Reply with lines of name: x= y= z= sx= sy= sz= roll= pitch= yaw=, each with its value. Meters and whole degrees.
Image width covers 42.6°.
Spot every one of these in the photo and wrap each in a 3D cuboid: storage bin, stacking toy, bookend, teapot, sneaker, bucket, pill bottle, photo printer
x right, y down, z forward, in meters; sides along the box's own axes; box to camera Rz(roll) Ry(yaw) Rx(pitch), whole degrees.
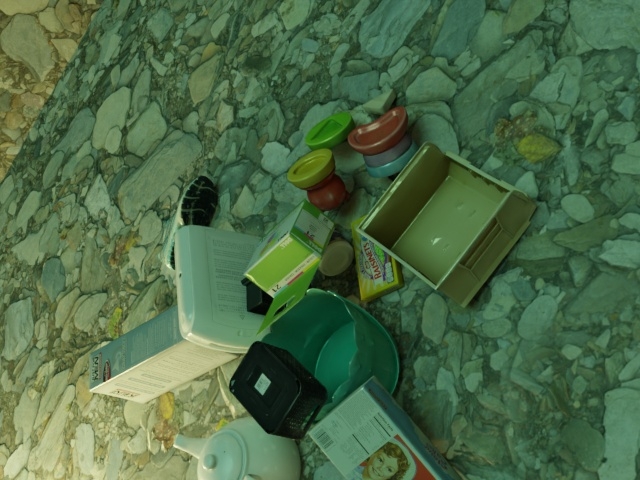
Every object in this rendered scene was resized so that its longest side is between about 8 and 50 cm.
storage bin: x=-0.086 y=0.296 z=1.629 sx=0.180 sy=0.084 sz=0.122 roll=37 pitch=98 yaw=44
storage bin: x=0.260 y=-0.042 z=1.689 sx=0.260 sy=0.123 sz=0.262 roll=-52 pitch=44 yaw=1
stacking toy: x=0.093 y=-0.209 z=1.967 sx=0.309 sy=0.130 sz=0.279 roll=-22 pitch=30 yaw=20
bookend: x=-0.099 y=0.164 z=1.906 sx=0.072 sy=0.157 sz=0.156 roll=-35 pitch=49 yaw=43
teapot: x=-0.178 y=0.501 z=1.805 sx=0.256 sy=0.187 sz=0.252 roll=-36 pitch=50 yaw=24
sneaker: x=-0.392 y=-0.055 z=2.326 sx=0.122 sy=0.110 sz=0.283 roll=11 pitch=78 yaw=48
bucket: x=0.023 y=0.258 z=1.738 sx=0.281 sy=0.183 sz=0.281 roll=-19 pitch=59 yaw=36
pill bottle: x=0.000 y=0.000 z=1.944 sx=0.094 sy=0.094 sz=0.169 roll=-52 pitch=45 yaw=11
photo printer: x=-0.222 y=0.125 z=1.981 sx=0.107 sy=0.256 sz=0.307 roll=-46 pitch=44 yaw=43

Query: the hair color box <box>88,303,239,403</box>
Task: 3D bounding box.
hair color box: x=-0.407 y=0.295 z=2.113 sx=0.374 sy=0.185 sz=0.114 roll=-29 pitch=53 yaw=30

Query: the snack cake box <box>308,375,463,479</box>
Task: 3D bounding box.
snack cake box: x=0.124 y=0.408 z=1.547 sx=0.152 sy=0.089 sz=0.264 roll=-43 pitch=82 yaw=17

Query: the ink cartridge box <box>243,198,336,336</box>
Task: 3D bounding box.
ink cartridge box: x=-0.084 y=0.057 z=1.782 sx=0.189 sy=0.097 sz=0.255 roll=-41 pitch=17 yaw=38

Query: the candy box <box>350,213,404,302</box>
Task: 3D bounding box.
candy box: x=0.126 y=0.030 z=1.863 sx=0.105 sy=0.027 sz=0.206 roll=-29 pitch=53 yaw=32
